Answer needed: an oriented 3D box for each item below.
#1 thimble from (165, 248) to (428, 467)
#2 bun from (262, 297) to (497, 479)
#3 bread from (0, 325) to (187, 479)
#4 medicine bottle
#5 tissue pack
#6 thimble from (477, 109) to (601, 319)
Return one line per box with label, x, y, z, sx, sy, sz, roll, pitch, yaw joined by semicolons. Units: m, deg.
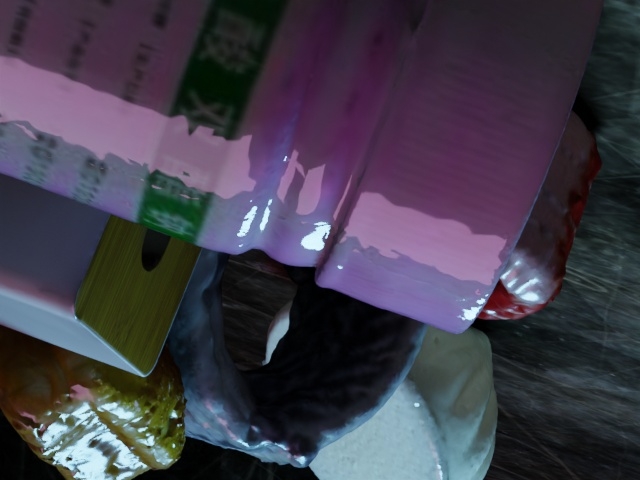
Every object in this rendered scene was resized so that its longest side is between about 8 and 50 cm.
thimble;-0.040;0.039;1.358;0.217;0.245;0.157;16;172;-27
bun;0.085;0.137;1.773;0.263;0.175;0.263;37;143;35
bread;-0.202;-0.009;1.276;0.380;0.109;0.185;63;-177;29
medicine bottle;-0.047;-0.103;0.891;0.325;0.212;0.212;21;167;-3
tissue pack;-0.136;-0.067;1.080;0.136;0.246;0.159;17;167;16
thimble;0.086;-0.030;1.167;0.163;0.125;0.189;26;165;-18
